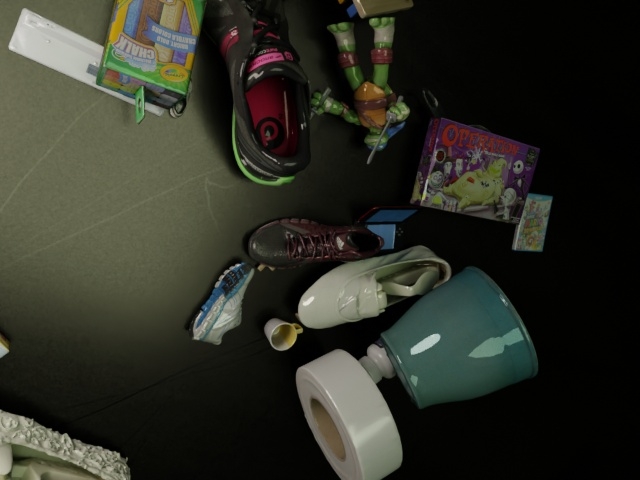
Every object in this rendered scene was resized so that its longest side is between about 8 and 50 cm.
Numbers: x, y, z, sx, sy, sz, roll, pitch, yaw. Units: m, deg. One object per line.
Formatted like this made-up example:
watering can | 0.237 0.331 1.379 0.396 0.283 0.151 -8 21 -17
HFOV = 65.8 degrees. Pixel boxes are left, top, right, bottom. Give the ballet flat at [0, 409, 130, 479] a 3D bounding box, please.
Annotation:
ballet flat | -0.503 0.394 0.850 0.409 0.147 0.147 33 84 -35

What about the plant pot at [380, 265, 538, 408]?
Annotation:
plant pot | 0.283 0.234 1.094 0.255 0.271 0.271 -27 113 -3

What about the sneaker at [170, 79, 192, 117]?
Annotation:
sneaker | -0.254 -0.268 0.919 0.032 0.037 0.083 13 93 -27

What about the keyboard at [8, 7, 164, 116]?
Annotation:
keyboard | -0.386 -0.302 0.859 0.256 0.014 0.072 21 96 -29

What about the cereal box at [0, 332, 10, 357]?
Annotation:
cereal box | -0.666 0.190 0.793 0.240 0.047 0.173 -38 116 -17

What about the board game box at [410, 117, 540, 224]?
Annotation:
board game box | 0.390 -0.162 1.226 0.347 0.056 0.208 7 96 -29

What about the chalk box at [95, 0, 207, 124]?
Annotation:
chalk box | -0.290 -0.304 0.823 0.132 0.132 0.213 14 84 -30

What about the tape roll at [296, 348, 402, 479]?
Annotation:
tape roll | 0.053 0.387 1.081 0.100 0.286 0.286 -22 110 -22

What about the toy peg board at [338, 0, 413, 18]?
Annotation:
toy peg board | 0.081 -0.511 0.985 0.161 0.079 0.160 -30 97 -38

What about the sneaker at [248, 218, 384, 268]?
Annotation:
sneaker | 0.000 0.000 1.016 0.281 0.162 0.106 -4 88 -16

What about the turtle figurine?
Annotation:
turtle figurine | 0.076 -0.296 0.993 0.275 0.198 0.266 -18 113 -27

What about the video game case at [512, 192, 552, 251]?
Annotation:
video game case | 0.614 -0.051 1.434 0.119 0.015 0.166 3 99 -28

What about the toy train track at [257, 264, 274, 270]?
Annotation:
toy train track | -0.107 0.033 1.075 0.083 0.014 0.048 -48 111 -17

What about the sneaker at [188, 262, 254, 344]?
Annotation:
sneaker | -0.188 0.133 1.028 0.083 0.071 0.190 35 92 -35

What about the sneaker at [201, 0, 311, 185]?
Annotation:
sneaker | -0.101 -0.337 0.886 0.185 0.202 0.482 -23 107 -23

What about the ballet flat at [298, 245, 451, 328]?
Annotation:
ballet flat | 0.141 0.105 1.134 0.400 0.139 0.139 -18 108 -29

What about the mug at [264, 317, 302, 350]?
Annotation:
mug | -0.087 0.204 1.091 0.078 0.064 0.062 28 86 -30

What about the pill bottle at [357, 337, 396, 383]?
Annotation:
pill bottle | 0.176 0.281 1.229 0.169 0.094 0.094 -32 113 -18

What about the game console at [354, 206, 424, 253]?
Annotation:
game console | 0.159 -0.023 1.160 0.144 0.085 0.124 -2 101 -27

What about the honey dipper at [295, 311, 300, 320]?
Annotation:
honey dipper | 0.010 0.130 1.149 0.161 0.030 0.030 -39 116 -19

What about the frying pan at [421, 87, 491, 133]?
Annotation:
frying pan | 0.323 -0.213 1.226 0.326 0.053 0.197 21 91 -28
